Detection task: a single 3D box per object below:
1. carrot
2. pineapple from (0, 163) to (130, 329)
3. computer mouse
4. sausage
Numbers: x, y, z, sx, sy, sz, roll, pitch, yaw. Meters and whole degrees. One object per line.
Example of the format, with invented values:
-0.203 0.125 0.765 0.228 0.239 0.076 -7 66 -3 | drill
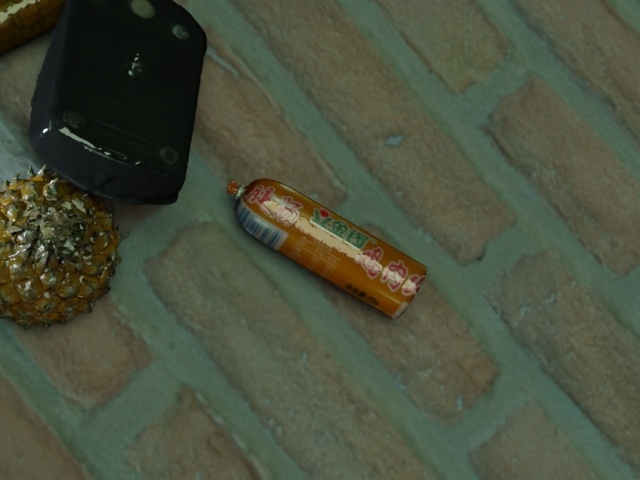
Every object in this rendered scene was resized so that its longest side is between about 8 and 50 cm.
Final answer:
-0.369 -0.210 1.689 0.260 0.070 0.070 -36 87 -20 | carrot
-0.279 0.000 1.622 0.161 0.137 0.176 40 69 -2 | pineapple
-0.216 -0.154 1.682 0.170 0.100 0.269 20 49 -18 | computer mouse
0.000 0.000 1.732 0.234 0.071 0.071 30 70 -6 | sausage
